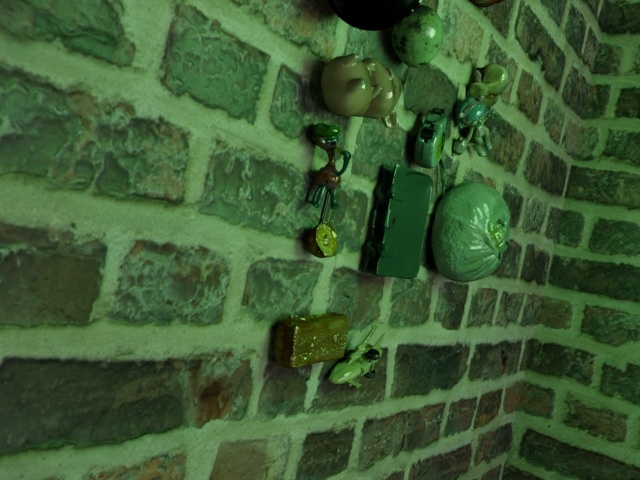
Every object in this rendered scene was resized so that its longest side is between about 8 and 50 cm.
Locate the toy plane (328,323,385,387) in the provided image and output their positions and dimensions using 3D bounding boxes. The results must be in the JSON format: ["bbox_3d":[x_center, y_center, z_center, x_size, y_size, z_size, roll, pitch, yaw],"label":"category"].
[{"bbox_3d":[0.112,0.361,1.953,0.244,0.092,0.229,-30,138,-50],"label":"toy plane"}]

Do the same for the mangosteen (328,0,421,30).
[{"bbox_3d":[0.109,-0.634,1.514,0.302,0.275,0.275,39,64,-14],"label":"mangosteen"}]

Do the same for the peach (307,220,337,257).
[{"bbox_3d":[-0.001,0.001,1.698,0.098,0.061,0.098,28,56,-50],"label":"peach"}]

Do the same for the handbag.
[{"bbox_3d":[0.232,-0.050,1.990,0.238,0.089,0.327,9,93,-54],"label":"handbag"}]

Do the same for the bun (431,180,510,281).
[{"bbox_3d":[0.529,-0.026,2.306,0.361,0.211,0.362,-22,119,-47],"label":"bun"}]

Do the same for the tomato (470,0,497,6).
[{"bbox_3d":[0.588,-0.915,2.162,0.338,0.143,0.339,-23,120,-47],"label":"tomato"}]

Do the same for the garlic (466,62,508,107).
[{"bbox_3d":[0.570,-0.526,2.291,0.174,0.124,0.099,96,8,-59],"label":"garlic"}]

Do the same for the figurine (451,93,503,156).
[{"bbox_3d":[0.515,-0.376,2.291,0.205,0.103,0.260,-35,141,4],"label":"figurine"}]

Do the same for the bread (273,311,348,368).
[{"bbox_3d":[-0.020,0.252,1.738,0.271,0.077,0.139,0,97,-56],"label":"bread"}]

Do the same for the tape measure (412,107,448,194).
[{"bbox_3d":[0.344,-0.244,2.110,0.164,0.084,0.330,-52,151,-33],"label":"tape measure"}]

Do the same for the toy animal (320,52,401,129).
[{"bbox_3d":[0.100,-0.367,1.637,0.250,0.154,0.167,2,77,-50],"label":"toy animal"}]

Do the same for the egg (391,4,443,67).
[{"bbox_3d":[0.263,-0.552,1.821,0.141,0.141,0.182,-57,158,-26],"label":"egg"}]

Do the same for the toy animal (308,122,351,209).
[{"bbox_3d":[0.024,-0.179,1.635,0.100,0.103,0.209,-8,108,-54],"label":"toy animal"}]

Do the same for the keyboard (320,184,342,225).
[{"bbox_3d":[0.025,-0.087,1.747,0.049,0.015,0.129,13,91,-50],"label":"keyboard"}]
